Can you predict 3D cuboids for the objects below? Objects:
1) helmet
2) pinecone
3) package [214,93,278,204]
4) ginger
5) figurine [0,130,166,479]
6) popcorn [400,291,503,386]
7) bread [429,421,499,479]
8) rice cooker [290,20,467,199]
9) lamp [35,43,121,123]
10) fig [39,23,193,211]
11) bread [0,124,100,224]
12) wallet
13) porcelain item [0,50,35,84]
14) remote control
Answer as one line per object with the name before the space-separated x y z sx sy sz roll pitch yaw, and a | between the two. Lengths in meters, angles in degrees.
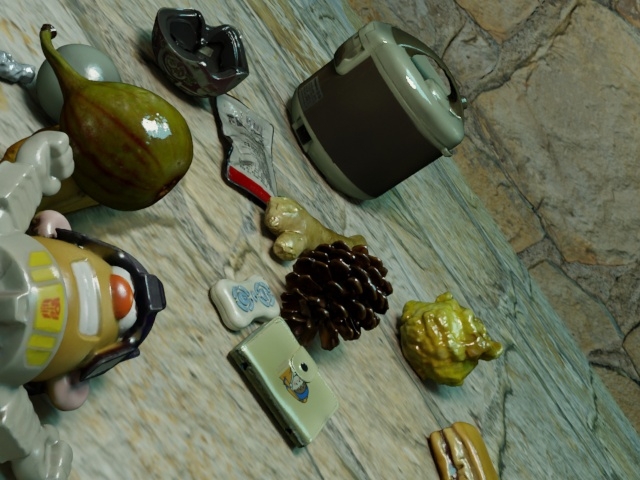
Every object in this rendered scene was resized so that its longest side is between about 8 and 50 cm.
helmet | -0.212 -0.305 1.232 0.177 0.107 0.153 15 46 -31
pinecone | 0.013 0.089 1.096 0.163 0.163 0.165 54 44 -4
package | -0.124 -0.160 1.297 0.154 0.030 0.239 35 31 -42
ginger | 0.003 -0.001 1.294 0.299 0.065 0.118 17 57 -54
figurine | -0.247 0.054 0.615 0.143 0.308 0.308 15 17 16
popcorn | 0.244 0.185 1.414 0.198 0.155 0.197 34 25 -18
bread | 0.260 0.412 1.251 0.116 0.077 0.200 40 28 -51
rice cooker | 0.135 -0.291 1.599 0.335 0.325 0.335 43 27 -28
lamp | -0.298 -0.190 0.904 0.105 0.105 0.105 43 26 -28
fig | -0.225 -0.139 0.735 0.236 0.124 0.124 54 22 10
bread | -0.266 -0.081 0.838 0.094 0.102 0.245 62 25 -1
wallet | -0.047 0.186 0.976 0.155 0.039 0.110 56 34 -2
porcelain item | -0.381 -0.210 0.866 0.083 0.028 0.036 12 51 -57
remote control | -0.102 0.084 1.017 0.074 0.032 0.122 60 23 11
